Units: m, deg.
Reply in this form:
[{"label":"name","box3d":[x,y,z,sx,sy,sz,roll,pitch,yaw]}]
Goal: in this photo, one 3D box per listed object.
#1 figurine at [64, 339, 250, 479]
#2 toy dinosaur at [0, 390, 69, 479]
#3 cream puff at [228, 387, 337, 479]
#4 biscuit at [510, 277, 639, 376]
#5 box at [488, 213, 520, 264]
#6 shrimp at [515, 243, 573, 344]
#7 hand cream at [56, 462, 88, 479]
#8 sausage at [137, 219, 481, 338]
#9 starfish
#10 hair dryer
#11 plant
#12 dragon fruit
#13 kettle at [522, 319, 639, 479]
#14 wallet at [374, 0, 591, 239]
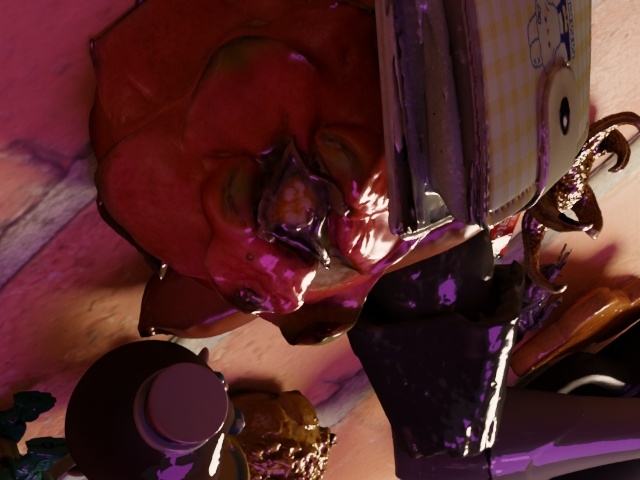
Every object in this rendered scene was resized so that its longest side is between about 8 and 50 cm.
[{"label":"figurine","box3d":[-0.136,0.168,1.435,0.161,0.158,0.275,-46,168,-8]},{"label":"toy dinosaur","box3d":[-0.328,0.201,1.448,0.259,0.094,0.153,10,126,-37]},{"label":"cream puff","box3d":[-0.061,0.223,1.677,0.165,0.115,0.150,-18,149,-20]},{"label":"biscuit","box3d":[0.304,0.087,1.846,0.165,0.036,0.250,-42,163,30]},{"label":"box","box3d":[0.154,0.001,1.622,0.055,0.039,0.218,-14,145,-25]},{"label":"shrimp","box3d":[0.222,0.063,1.757,0.065,0.056,0.165,18,136,-33]},{"label":"hand cream","box3d":[-0.222,0.231,1.627,0.275,0.050,0.079,-42,175,8]},{"label":"sausage","box3d":[0.000,0.000,1.416,0.348,0.094,0.097,-21,172,3]},{"label":"starfish","box3d":[0.244,-0.047,1.569,0.146,0.074,0.190,-44,161,-39]},{"label":"hair dryer","box3d":[0.233,0.298,1.863,0.301,0.121,0.361,-3,133,0]},{"label":"plant","box3d":[0.109,0.076,1.549,0.164,0.142,0.256,0,116,13]},{"label":"dragon fruit","box3d":[-0.013,-0.053,1.222,0.305,0.226,0.305,-23,146,-17]},{"label":"kettle","box3d":[0.334,0.237,1.934,0.308,0.203,0.262,-38,167,24]},{"label":"wallet","box3d":[0.131,-0.133,1.165,0.077,0.223,0.309,-3,-167,27]}]
